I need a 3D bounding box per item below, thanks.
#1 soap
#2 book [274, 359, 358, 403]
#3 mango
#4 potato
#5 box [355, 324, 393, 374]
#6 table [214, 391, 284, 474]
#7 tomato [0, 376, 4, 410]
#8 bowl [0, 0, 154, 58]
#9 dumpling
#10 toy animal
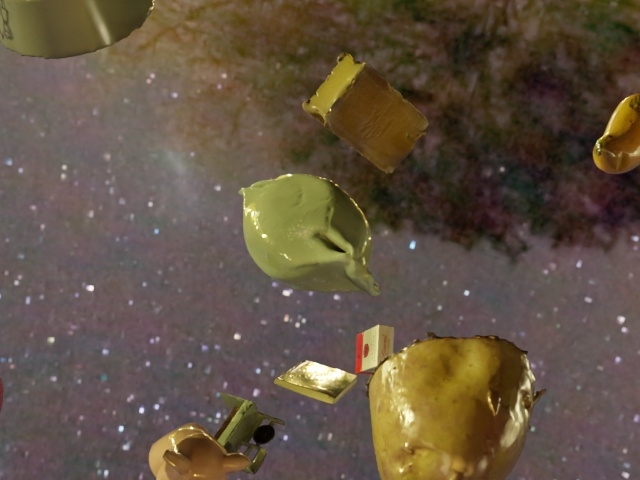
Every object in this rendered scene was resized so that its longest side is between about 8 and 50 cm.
[{"bbox_3d":[0.090,-0.233,1.707,0.233,0.135,0.076,34,-174,-43],"label":"soap"},{"bbox_3d":[-0.007,0.353,2.305,0.160,0.024,0.228,17,-171,14],"label":"book"},{"bbox_3d":[0.488,-0.166,1.444,0.075,0.098,0.190,4,-142,43],"label":"mango"},{"bbox_3d":[0.218,0.334,1.511,0.301,0.288,0.237,7,-138,1],"label":"potato"},{"bbox_3d":[0.129,0.265,2.205,0.048,0.100,0.152,11,162,-17],"label":"box"},{"bbox_3d":[-0.195,0.444,2.116,0.175,0.062,0.146,10,-132,31],"label":"table"},{"bbox_3d":[-0.695,0.282,1.635,0.226,0.298,0.298,-1,-156,0],"label":"tomato"},{"bbox_3d":[-0.329,-0.334,1.175,0.211,0.112,0.211,-6,-138,6],"label":"bowl"},{"bbox_3d":[-0.003,-0.013,1.782,0.270,0.212,0.320,6,-129,-27],"label":"dumpling"},{"bbox_3d":[-0.265,0.455,1.875,0.166,0.154,0.250,-12,-179,-26],"label":"toy animal"}]
